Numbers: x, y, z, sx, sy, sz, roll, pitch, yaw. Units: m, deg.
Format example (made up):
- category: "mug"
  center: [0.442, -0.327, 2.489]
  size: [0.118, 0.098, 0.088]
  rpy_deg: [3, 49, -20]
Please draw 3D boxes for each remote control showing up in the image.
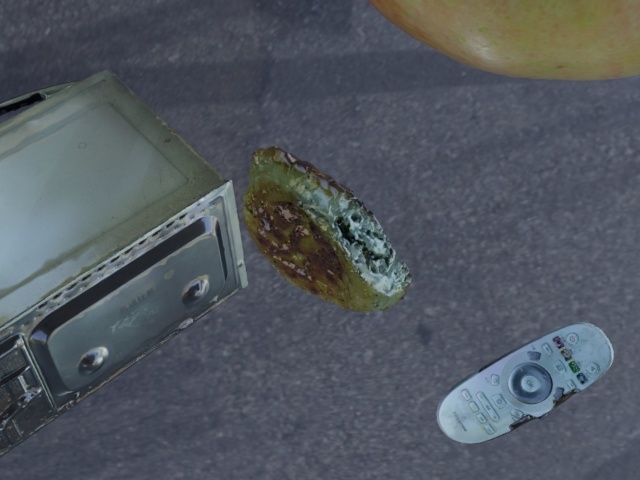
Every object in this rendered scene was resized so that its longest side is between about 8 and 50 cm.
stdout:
- category: "remote control"
  center: [0.266, 0.189, 1.362]
  size: [0.097, 0.256, 0.045]
  rpy_deg: [58, 22, -2]

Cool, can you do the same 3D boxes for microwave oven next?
- category: "microwave oven"
  center: [-0.341, 0.021, 1.310]
  size: [0.394, 0.247, 0.333]
  rpy_deg: [-34, 59, -22]

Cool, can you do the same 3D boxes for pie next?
- category: "pie"
  center: [0.000, 0.000, 1.655]
  size: [0.103, 0.288, 0.355]
  rpy_deg: [-47, 121, -21]

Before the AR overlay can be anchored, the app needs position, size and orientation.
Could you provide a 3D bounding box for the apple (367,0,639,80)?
- category: "apple"
  center: [0.154, -0.249, 0.646]
  size: [0.319, 0.277, 0.319]
  rpy_deg: [-2, 83, 14]
